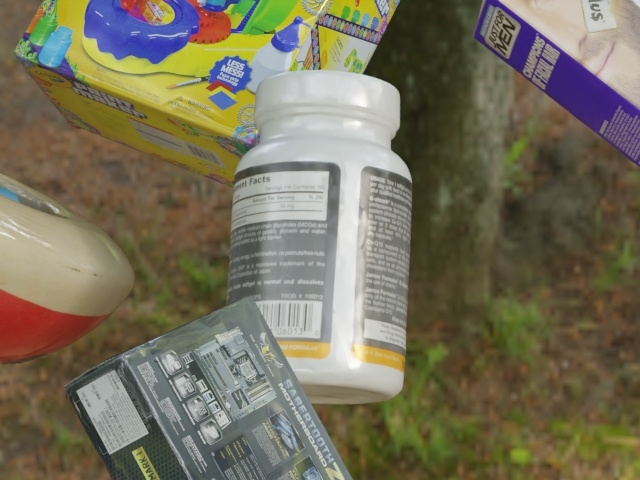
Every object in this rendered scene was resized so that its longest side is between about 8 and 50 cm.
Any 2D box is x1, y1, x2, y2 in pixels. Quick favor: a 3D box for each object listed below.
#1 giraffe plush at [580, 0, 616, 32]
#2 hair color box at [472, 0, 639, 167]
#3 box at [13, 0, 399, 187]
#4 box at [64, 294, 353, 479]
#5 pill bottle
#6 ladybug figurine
[{"bbox_3d":[0.158,-0.247,1.110,0.181,0.210,0.170,-26,-6,-8],"label":"giraffe plush"},{"bbox_3d":[0.357,-0.204,1.973,0.339,0.110,0.185,39,70,12],"label":"hair color box"},{"bbox_3d":[-0.113,-0.229,1.912,0.290,0.177,0.279,21,74,21],"label":"box"},{"bbox_3d":[-0.050,0.164,1.193,0.059,0.232,0.183,-30,-2,27],"label":"box"},{"bbox_3d":[0.000,0.000,1.610,0.162,0.278,0.162,3,-12,1],"label":"pill bottle"},{"bbox_3d":[-0.377,-0.002,1.695,0.449,0.162,0.305,25,3,-32],"label":"ladybug figurine"}]
